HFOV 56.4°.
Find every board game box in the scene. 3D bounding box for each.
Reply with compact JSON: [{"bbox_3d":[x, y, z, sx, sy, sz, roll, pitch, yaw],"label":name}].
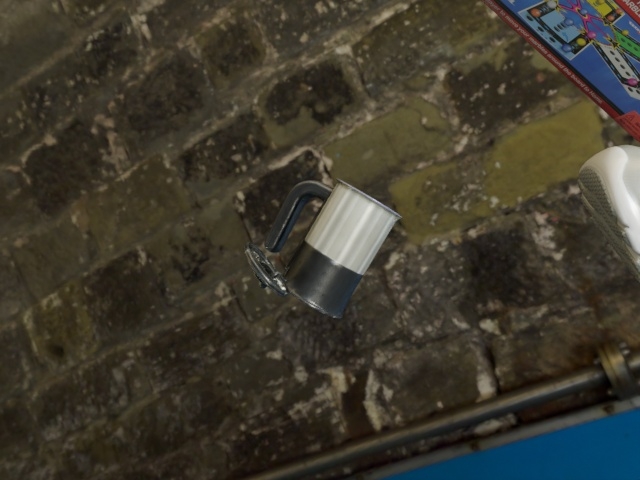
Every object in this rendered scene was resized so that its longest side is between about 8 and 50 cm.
[{"bbox_3d":[0.205,-0.176,0.420,0.027,0.281,0.145,-60,-166,-21],"label":"board game box"}]

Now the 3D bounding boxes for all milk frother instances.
[{"bbox_3d":[0.000,0.000,0.635,0.135,0.129,0.143,-60,179,4],"label":"milk frother"}]

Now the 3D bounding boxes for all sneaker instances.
[{"bbox_3d":[0.294,0.009,0.422,0.115,0.281,0.105,-46,-155,24],"label":"sneaker"}]
